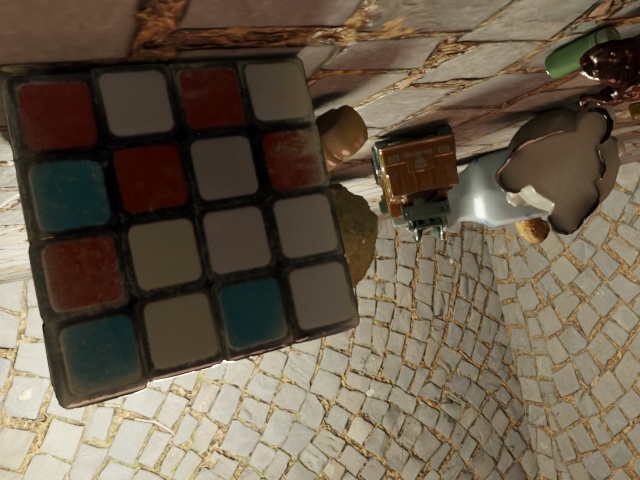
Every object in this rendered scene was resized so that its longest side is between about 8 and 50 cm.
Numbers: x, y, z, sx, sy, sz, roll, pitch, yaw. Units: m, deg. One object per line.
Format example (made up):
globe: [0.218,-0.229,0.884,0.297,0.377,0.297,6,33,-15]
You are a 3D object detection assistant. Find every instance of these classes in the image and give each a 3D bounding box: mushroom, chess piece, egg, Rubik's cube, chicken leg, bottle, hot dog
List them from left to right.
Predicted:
Rubik's cube: [-0.145,-0.006,0.609,0.253,0.257,0.259,-10,176,-23]
chess piece: [-0.097,-0.076,0.849,0.397,0.117,0.117,-24,170,42]
egg: [0.000,0.000,1.437,0.279,0.279,0.310,-13,-177,31]
mushroom: [0.604,-0.147,1.818,0.267,0.255,0.267,-26,157,-12]
bottle: [0.291,-0.209,0.706,0.030,0.030,0.083,-10,176,-29]
hot dog: [0.643,-0.257,1.257,0.090,0.030,0.034,-9,168,-45]
chicken leg: [0.370,-0.195,0.687,0.177,0.083,0.322,-20,176,22]

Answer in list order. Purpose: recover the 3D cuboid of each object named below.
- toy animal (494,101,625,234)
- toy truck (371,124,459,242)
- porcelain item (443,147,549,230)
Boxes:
toy animal: [0.462,-0.162,1.194,0.258,0.194,0.357,-42,178,32]
toy truck: [0.174,-0.084,1.157,0.132,0.185,0.338,-11,177,4]
porcelain item: [0.479,-0.132,1.572,0.404,0.179,0.242,-12,178,11]
